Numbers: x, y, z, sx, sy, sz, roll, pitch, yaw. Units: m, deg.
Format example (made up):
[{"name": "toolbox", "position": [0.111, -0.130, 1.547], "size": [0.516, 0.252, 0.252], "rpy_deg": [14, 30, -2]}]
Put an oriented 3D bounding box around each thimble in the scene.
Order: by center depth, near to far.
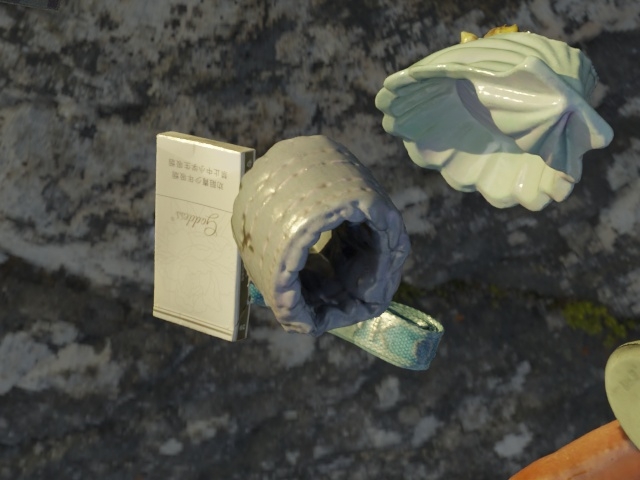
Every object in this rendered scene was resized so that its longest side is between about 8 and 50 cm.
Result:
[{"name": "thimble", "position": [-0.001, -0.002, 1.042], "size": [0.127, 0.118, 0.151], "rpy_deg": [-15, 134, -19]}]

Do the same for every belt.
[{"name": "belt", "position": [0.019, 0.089, 1.619], "size": [0.302, 0.087, 0.072], "rpy_deg": [22, 109, 10]}]

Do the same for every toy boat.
[{"name": "toy boat", "position": [0.171, -0.121, 1.125], "size": [0.199, 0.290, 0.100], "rpy_deg": [38, 76, -15]}]

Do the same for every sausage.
[{"name": "sausage", "position": [0.391, 0.201, 1.259], "size": [0.419, 0.094, 0.094], "rpy_deg": [-28, 88, 8]}]

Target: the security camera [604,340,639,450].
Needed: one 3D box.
[{"name": "security camera", "position": [0.330, 0.207, 0.948], "size": [0.080, 0.301, 0.157], "rpy_deg": [-36, 159, -22]}]

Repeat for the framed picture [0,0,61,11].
[{"name": "framed picture", "position": [-0.344, -0.372, 1.402], "size": [0.136, 0.010, 0.200], "rpy_deg": [3, 118, -39]}]

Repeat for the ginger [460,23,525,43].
[{"name": "ginger", "position": [0.264, -0.208, 1.619], "size": [0.102, 0.216, 0.157], "rpy_deg": [-31, 163, -22]}]

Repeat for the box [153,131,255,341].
[{"name": "box", "position": [-0.118, -0.005, 1.203], "size": [0.109, 0.029, 0.198], "rpy_deg": [15, 111, 31]}]
